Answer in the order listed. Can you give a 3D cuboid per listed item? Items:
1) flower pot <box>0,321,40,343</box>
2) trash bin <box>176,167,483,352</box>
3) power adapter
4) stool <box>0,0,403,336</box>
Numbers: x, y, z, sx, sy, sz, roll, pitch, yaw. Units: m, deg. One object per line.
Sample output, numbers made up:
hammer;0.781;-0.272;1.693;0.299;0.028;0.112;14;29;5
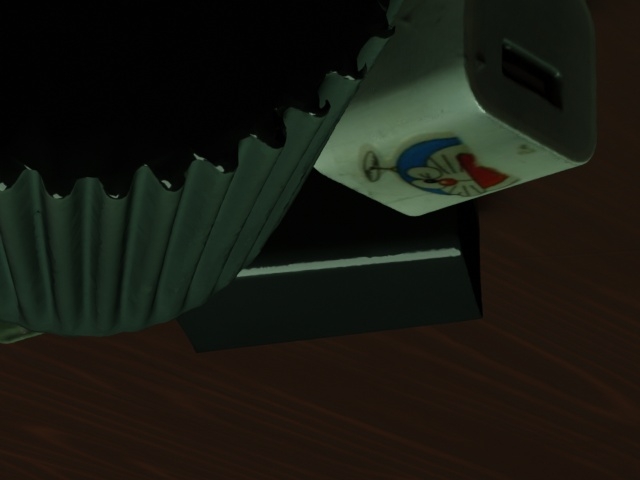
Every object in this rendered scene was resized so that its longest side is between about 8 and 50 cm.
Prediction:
flower pot;-0.236;-0.054;1.261;0.239;0.189;0.209;8;158;-16
trash bin;0.000;0.000;1.472;0.225;0.115;0.165;-5;156;10
power adapter;0.051;-0.089;1.214;0.205;0.125;0.130;-18;150;41
stool;-0.116;-0.112;0.992;0.297;0.297;0.330;5;163;-5
